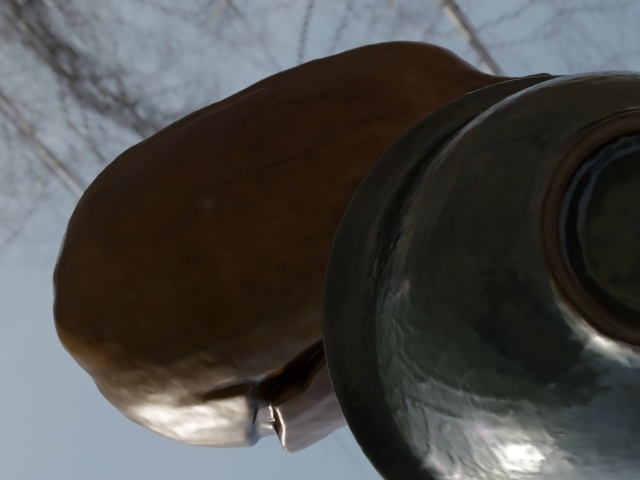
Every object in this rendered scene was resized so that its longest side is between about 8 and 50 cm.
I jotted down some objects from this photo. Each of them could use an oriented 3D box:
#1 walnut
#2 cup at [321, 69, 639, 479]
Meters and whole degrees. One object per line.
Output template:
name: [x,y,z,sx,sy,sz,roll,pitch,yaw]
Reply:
walnut: [0.000,0.000,0.924,0.336,0.209,0.209,-30,-155,29]
cup: [0.103,0.014,0.584,0.199,0.199,0.150,-46,174,-12]
